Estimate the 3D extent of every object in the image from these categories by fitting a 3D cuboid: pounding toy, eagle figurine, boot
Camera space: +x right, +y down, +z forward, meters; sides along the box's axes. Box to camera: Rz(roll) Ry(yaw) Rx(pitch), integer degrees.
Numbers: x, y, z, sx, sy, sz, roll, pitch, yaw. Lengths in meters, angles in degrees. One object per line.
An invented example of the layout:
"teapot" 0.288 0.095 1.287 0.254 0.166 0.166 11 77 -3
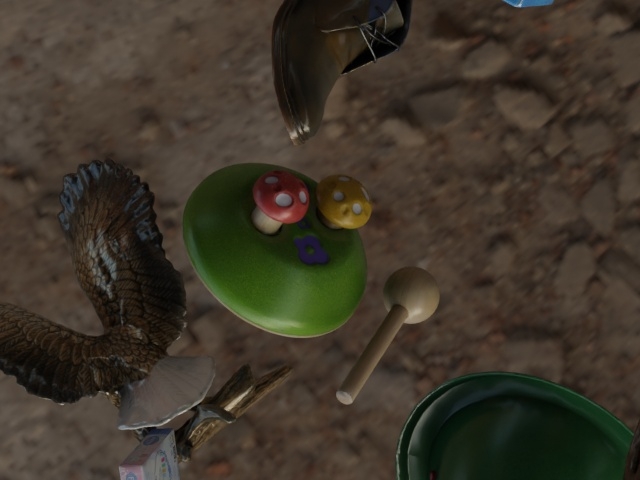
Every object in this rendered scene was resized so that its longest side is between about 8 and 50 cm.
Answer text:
"pounding toy" 0.000 0.000 1.764 0.237 0.183 0.110 41 133 3
"eagle figurine" -0.211 0.090 1.875 0.225 0.226 0.298 -42 87 29
"boot" 0.021 -0.175 1.669 0.106 0.219 0.082 -8 140 15

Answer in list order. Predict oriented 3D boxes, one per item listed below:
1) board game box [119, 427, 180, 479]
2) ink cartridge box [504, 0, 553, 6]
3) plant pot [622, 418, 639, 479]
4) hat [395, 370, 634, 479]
"board game box" -0.123 0.195 1.466 0.020 0.090 0.090 -4 101 11
"ink cartridge box" 0.147 -0.293 1.523 0.139 0.082 0.191 31 109 21
"plant pot" 0.207 0.111 0.734 0.165 0.167 0.167 15 118 -10
"hat" 0.088 0.204 1.064 0.173 0.183 0.209 -4 117 33
